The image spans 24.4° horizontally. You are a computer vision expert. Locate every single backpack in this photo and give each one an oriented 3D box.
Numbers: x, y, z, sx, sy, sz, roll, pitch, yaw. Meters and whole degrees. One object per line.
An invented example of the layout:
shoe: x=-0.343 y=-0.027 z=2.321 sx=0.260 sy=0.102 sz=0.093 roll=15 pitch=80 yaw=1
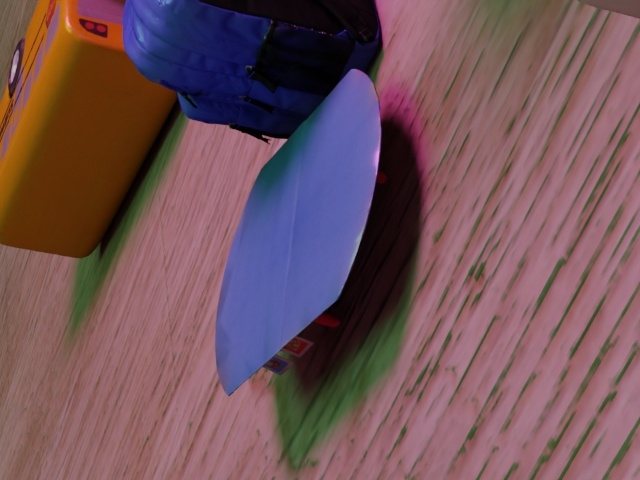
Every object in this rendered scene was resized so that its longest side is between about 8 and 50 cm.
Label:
backpack: x=-0.043 y=-0.109 z=0.764 sx=0.098 sy=0.120 sz=0.101 roll=-104 pitch=33 yaw=-50

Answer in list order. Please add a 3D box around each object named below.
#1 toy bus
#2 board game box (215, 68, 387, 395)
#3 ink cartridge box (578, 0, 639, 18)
toy bus: x=-0.174 y=-0.131 z=1.147 sx=0.332 sy=0.108 sz=0.130 roll=127 pitch=149 yaw=-48
board game box: x=0.000 y=0.000 z=0.715 sx=0.169 sy=0.033 sz=0.133 roll=-44 pitch=33 yaw=49
ink cartridge box: x=0.141 y=-0.198 z=0.298 sx=0.278 sy=0.117 sz=0.201 roll=127 pitch=141 yaw=-48
